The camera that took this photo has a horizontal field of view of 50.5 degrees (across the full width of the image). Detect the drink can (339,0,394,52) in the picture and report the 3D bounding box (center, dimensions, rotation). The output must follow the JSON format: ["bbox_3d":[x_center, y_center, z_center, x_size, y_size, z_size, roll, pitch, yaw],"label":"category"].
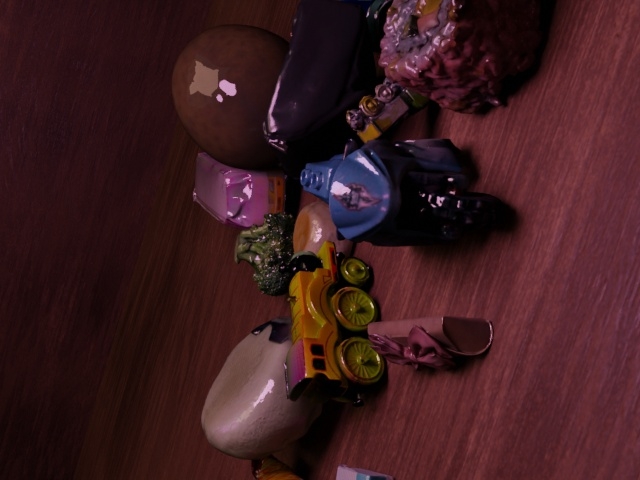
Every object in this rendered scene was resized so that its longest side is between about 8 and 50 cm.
[{"bbox_3d":[0.104,-0.423,1.306,0.118,0.118,0.205,-69,24,12],"label":"drink can"}]

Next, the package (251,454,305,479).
[{"bbox_3d":[-0.053,0.493,1.131,0.288,0.108,0.223,168,110,-71],"label":"package"}]

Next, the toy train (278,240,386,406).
[{"bbox_3d":[0.012,0.133,1.135,0.100,0.160,0.296,122,151,-45],"label":"toy train"}]

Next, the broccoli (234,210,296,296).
[{"bbox_3d":[-0.099,0.028,1.420,0.195,0.156,0.195,-165,90,-78],"label":"broccoli"}]

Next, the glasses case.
[{"bbox_3d":[0.134,0.145,0.940,0.193,0.102,0.070,-19,65,60],"label":"glasses case"}]

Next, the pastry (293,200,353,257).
[{"bbox_3d":[0.000,0.000,1.316,0.156,0.092,0.156,-168,90,-71],"label":"pastry"}]

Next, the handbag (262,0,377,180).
[{"bbox_3d":[0.022,-0.242,1.225,0.302,0.178,0.275,59,-139,-76],"label":"handbag"}]

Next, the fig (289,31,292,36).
[{"bbox_3d":[0.010,-0.393,1.465,0.119,0.153,0.119,23,118,53],"label":"fig"}]

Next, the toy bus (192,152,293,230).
[{"bbox_3d":[-0.203,-0.122,1.673,0.386,0.162,0.171,-149,57,-64],"label":"toy bus"}]

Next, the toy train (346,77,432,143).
[{"bbox_3d":[0.124,-0.227,1.103,0.202,0.081,0.060,-44,8,-30],"label":"toy train"}]

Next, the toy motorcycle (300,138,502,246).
[{"bbox_3d":[0.079,-0.081,1.025,0.416,0.232,0.172,-149,65,-65],"label":"toy motorcycle"}]

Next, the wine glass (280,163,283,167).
[{"bbox_3d":[-0.091,-0.260,1.680,0.074,0.074,0.262,-57,33,33],"label":"wine glass"}]

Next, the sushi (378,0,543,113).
[{"bbox_3d":[0.206,-0.331,0.983,0.236,0.171,0.270,3,77,65],"label":"sushi"}]

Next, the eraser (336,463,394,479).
[{"bbox_3d":[0.050,0.452,0.994,0.095,0.052,0.225,-16,61,59],"label":"eraser"}]

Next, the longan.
[{"bbox_3d":[-0.160,-0.306,1.456,0.319,0.319,0.319,-42,40,50],"label":"longan"}]

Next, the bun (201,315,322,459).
[{"bbox_3d":[-0.079,0.282,1.233,0.283,0.179,0.283,-45,20,21],"label":"bun"}]
